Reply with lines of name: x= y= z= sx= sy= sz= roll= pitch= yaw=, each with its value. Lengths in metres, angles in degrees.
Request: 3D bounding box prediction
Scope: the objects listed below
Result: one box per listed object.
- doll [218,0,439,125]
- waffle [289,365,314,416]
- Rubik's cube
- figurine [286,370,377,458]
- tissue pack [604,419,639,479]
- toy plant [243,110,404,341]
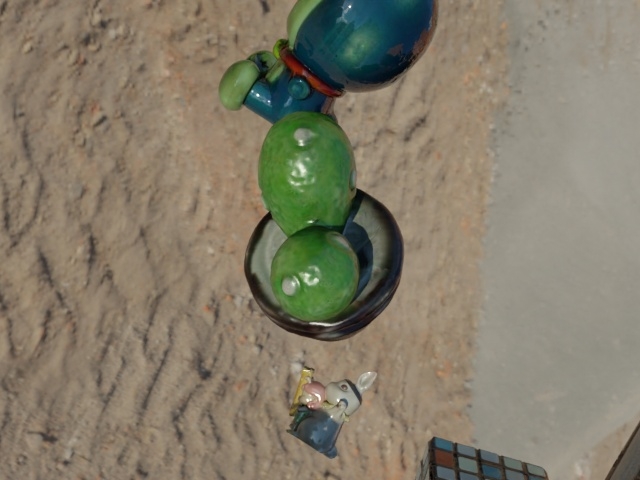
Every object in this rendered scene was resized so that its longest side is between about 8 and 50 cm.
doll: x=0.027 y=-0.261 z=1.033 sx=0.186 sy=0.322 sz=0.198 roll=41 pitch=30 yaw=-5
waffle: x=-0.019 y=0.251 z=1.439 sx=0.152 sy=0.023 sz=0.098 roll=-34 pitch=142 yaw=-76
Rubik's cube: x=0.214 y=0.413 z=1.109 sx=0.187 sy=0.184 sz=0.182 roll=-69 pitch=174 yaw=-73
figurine: x=0.014 y=0.242 z=1.208 sx=0.098 sy=0.081 sz=0.146 roll=33 pitch=79 yaw=-11
tissue pack: x=0.542 y=0.354 z=1.142 sx=0.370 sy=0.198 sz=0.210 roll=-34 pitch=112 yaw=-43
toy plant: x=0.000 y=0.000 z=0.852 sx=0.235 sy=0.175 sz=0.218 roll=74 pitch=10 yaw=-60
